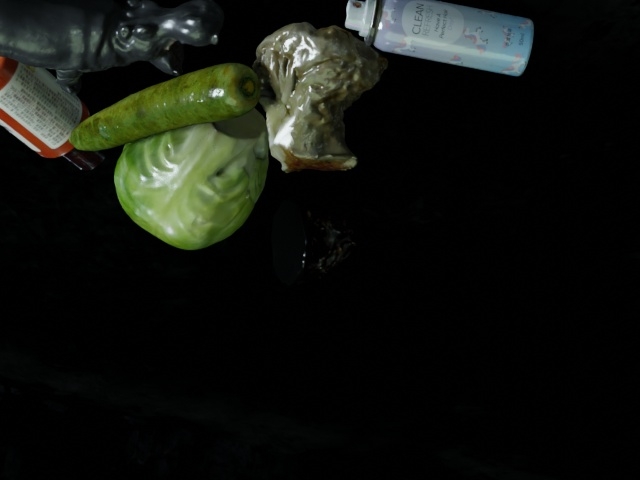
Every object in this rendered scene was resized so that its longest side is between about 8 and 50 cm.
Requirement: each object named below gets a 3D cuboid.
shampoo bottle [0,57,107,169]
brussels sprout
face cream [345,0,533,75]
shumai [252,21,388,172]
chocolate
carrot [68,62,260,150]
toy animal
[{"bbox_3d":[-0.412,-0.191,1.789,0.104,0.104,0.278,-5,152,26],"label":"shampoo bottle"},{"bbox_3d":[-0.183,-0.106,1.780,0.244,0.244,0.244,6,155,3],"label":"brussels sprout"},{"bbox_3d":[0.144,-0.259,1.517,0.229,0.075,0.075,9,155,-5],"label":"face cream"},{"bbox_3d":[-0.011,-0.179,1.595,0.166,0.175,0.206,16,164,-19],"label":"shumai"},{"bbox_3d":[0.000,0.000,2.081,0.133,0.156,0.156,-3,161,-26],"label":"chocolate"},{"bbox_3d":[-0.226,-0.175,1.670,0.358,0.074,0.074,-10,150,39],"label":"carrot"},{"bbox_3d":[-0.301,-0.268,1.597,0.343,0.106,0.168,2,156,-9],"label":"toy animal"}]
